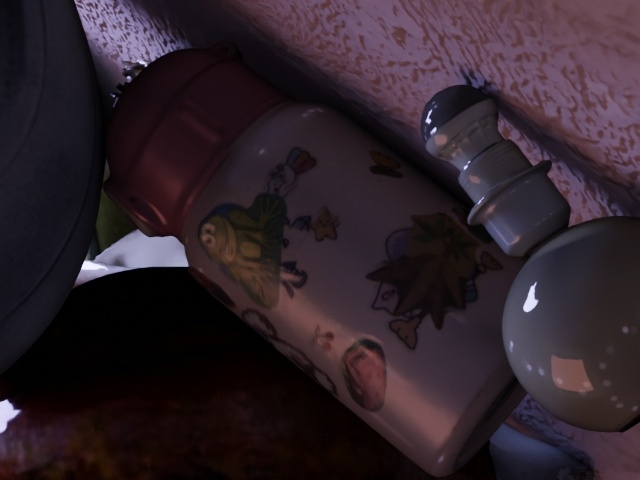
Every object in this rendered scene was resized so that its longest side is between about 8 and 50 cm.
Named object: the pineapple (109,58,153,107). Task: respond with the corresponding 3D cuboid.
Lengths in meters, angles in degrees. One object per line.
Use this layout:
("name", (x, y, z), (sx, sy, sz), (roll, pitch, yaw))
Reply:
("pineapple", (-0.036, -0.034, 1.110), (0.221, 0.047, 0.221), (39, 171, 7))

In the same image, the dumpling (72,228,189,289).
("dumpling", (-0.078, 0.042, 1.221), (0.216, 0.126, 0.166), (35, 158, -18))

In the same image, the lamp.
("lamp", (0.097, 0.001, 0.779), (0.163, 0.091, 0.091), (55, 170, 12))

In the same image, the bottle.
("bottle", (0.000, 0.000, 0.940), (0.253, 0.120, 0.120), (37, 166, 14))

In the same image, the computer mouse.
("computer mouse", (-0.191, -0.113, 0.996), (0.188, 0.122, 0.371), (130, 124, -69))

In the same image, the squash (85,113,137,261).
("squash", (-0.242, -0.043, 1.306), (0.234, 0.210, 0.309), (20, 163, 24))

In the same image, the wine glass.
("wine glass", (0.097, 0.134, 1.205), (0.155, 0.072, 0.072), (36, 166, 21))

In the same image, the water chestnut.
("water chestnut", (-0.066, 0.185, 1.065), (0.350, 0.350, 0.302), (62, -164, -56))
